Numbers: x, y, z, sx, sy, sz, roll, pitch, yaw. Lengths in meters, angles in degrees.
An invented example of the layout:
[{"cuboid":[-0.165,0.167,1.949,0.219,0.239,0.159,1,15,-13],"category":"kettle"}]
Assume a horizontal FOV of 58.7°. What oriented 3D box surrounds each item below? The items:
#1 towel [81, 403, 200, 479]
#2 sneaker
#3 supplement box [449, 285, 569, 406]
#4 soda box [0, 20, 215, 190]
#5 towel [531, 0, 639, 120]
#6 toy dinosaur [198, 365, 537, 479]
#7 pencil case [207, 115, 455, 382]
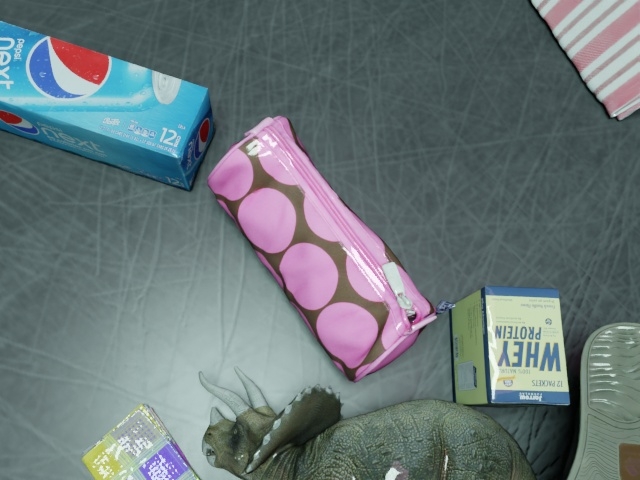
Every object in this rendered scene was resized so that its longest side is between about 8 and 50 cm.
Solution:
[{"cuboid":[-0.131,0.171,0.420,0.060,0.009,0.083,-36,80,-15],"category":"towel"},{"cuboid":[0.203,0.176,0.370,0.083,0.118,0.222,4,52,32],"category":"sneaker"},{"cuboid":[0.139,0.084,0.434,0.056,0.083,0.083,3,73,-5],"category":"supplement box"},{"cuboid":[-0.198,-0.113,0.468,0.210,0.071,0.067,17,73,0],"category":"soda box"},{"cuboid":[0.282,-0.230,0.522,0.029,0.144,0.197,-15,73,-41],"category":"towel"},{"cuboid":[0.066,0.172,0.384,0.314,0.121,0.160,2,79,-2],"category":"toy dinosaur"},{"cuboid":[0.000,0.000,0.439,0.095,0.098,0.209,-36,79,-20],"category":"pencil case"}]
